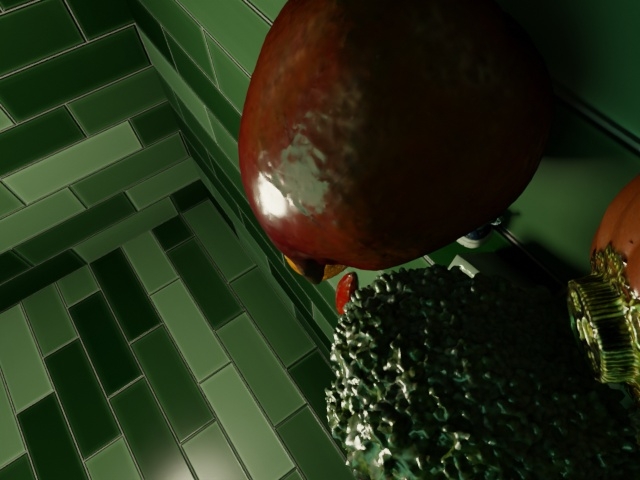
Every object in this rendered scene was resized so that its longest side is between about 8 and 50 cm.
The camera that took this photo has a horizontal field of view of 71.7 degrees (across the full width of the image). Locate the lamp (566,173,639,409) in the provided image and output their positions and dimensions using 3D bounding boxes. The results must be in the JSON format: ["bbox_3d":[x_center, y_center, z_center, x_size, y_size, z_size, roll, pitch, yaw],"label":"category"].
[{"bbox_3d":[0.277,0.045,0.288,0.223,0.197,0.223,-11,-90,-74],"label":"lamp"}]

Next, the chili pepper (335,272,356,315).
[{"bbox_3d":[0.081,0.175,1.347,0.272,0.071,0.063,84,-171,-47],"label":"chili pepper"}]

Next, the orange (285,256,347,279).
[{"bbox_3d":[0.000,0.000,1.034,0.161,0.193,0.193,53,164,31],"label":"orange"}]

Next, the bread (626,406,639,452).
[{"bbox_3d":[0.400,0.256,0.543,0.083,0.070,0.077,58,163,3],"label":"bread"}]

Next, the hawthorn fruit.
[{"bbox_3d":[0.055,-0.117,0.446,0.295,0.311,0.295,60,-175,-9],"label":"hawthorn fruit"}]

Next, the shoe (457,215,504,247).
[{"bbox_3d":[0.183,-0.056,0.614,0.143,0.064,0.071,49,163,19],"label":"shoe"}]

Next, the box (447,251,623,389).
[{"bbox_3d":[0.240,0.171,0.599,0.225,0.118,0.225,46,122,35],"label":"box"}]

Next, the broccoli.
[{"bbox_3d":[0.148,0.148,0.428,0.235,0.260,0.288,-46,39,38],"label":"broccoli"}]
